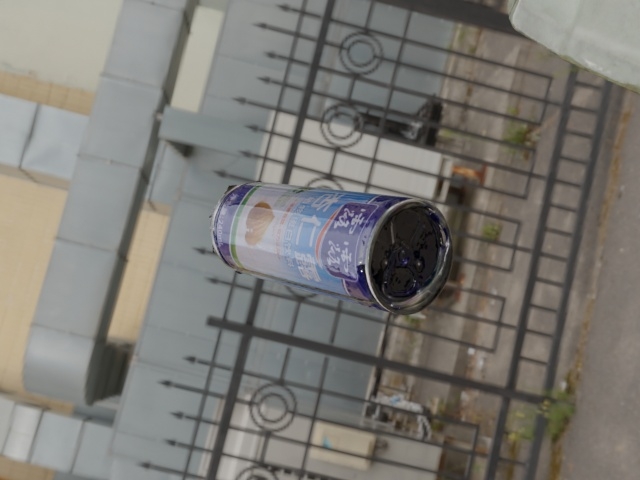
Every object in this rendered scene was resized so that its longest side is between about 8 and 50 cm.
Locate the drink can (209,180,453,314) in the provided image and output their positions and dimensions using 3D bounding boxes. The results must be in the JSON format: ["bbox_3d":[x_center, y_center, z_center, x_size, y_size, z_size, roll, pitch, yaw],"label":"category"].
[{"bbox_3d":[0.000,0.000,0.737,0.235,0.097,0.097,11,86,52],"label":"drink can"}]

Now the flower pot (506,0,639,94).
[{"bbox_3d":[0.229,-0.206,0.432,0.290,0.290,0.259,-80,9,-62],"label":"flower pot"}]
